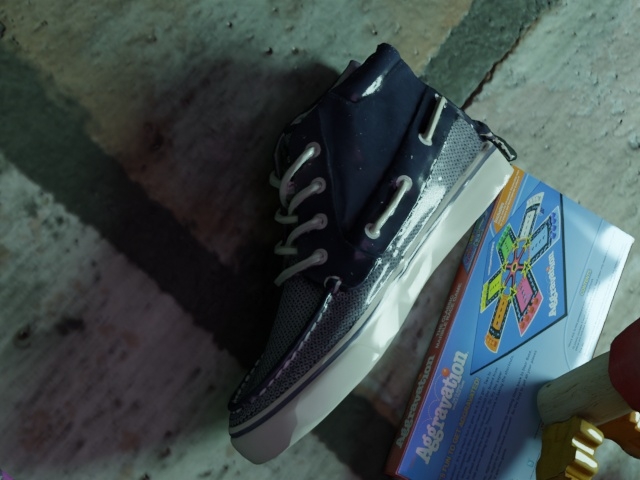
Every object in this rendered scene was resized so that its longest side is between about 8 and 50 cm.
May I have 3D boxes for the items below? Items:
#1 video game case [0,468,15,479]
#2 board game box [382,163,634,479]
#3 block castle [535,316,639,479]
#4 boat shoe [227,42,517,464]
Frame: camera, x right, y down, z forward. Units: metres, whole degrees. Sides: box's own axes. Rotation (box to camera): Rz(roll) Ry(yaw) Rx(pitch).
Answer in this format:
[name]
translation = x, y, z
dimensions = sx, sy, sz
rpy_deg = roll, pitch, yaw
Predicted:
[video game case]
translation = -0.292, 0.228, 1.104
dimensions = 0.210, 0.042, 0.232
rpy_deg = 43, 49, -19
[board game box]
translation = 0.161, 0.092, 1.403
dimensions = 0.145, 0.027, 0.281
rpy_deg = 29, 73, -25
[block castle]
translation = 0.382, 0.275, 1.324
dimensions = 0.453, 0.213, 0.303
rpy_deg = 29, 56, -21
[boat shoe]
translation = 0.000, 0.000, 1.283
dimensions = 0.158, 0.127, 0.340
rpy_deg = 45, 60, -11
